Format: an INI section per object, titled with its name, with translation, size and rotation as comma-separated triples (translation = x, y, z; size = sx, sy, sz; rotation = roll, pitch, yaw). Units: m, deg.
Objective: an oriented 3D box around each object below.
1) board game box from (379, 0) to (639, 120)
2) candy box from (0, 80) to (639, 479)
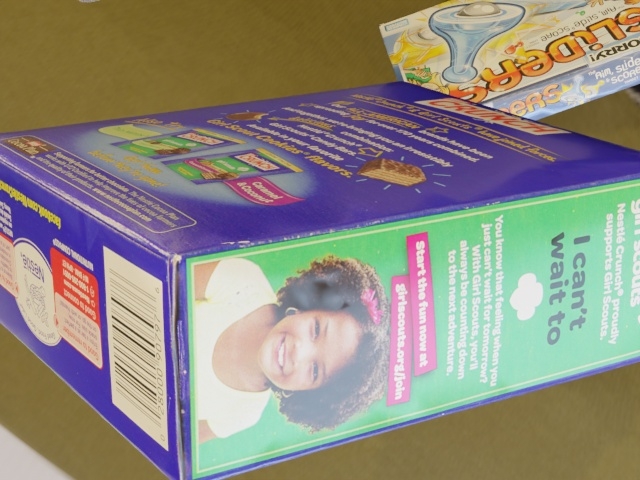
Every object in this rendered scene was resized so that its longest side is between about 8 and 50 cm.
[board game box]
translation = 0.155, -0.147, 0.961
size = 0.201, 0.136, 0.035
rotation = -20, 134, 5
[candy box]
translation = 0.000, 0.000, 0.718
size = 0.268, 0.317, 0.122
rotation = 26, 122, 53
